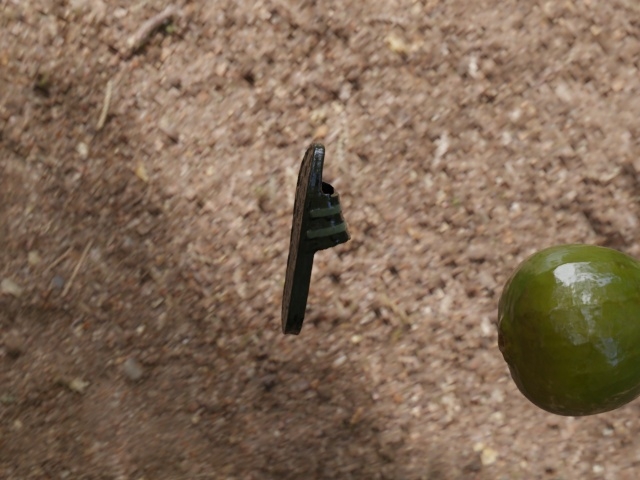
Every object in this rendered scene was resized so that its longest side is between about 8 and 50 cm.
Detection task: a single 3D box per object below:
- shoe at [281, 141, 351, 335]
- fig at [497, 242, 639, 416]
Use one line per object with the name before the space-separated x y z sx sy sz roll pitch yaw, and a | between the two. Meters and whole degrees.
shoe | 0.000 0.000 1.119 0.049 0.071 0.179 5 107 -9
fig | 0.319 0.100 1.498 0.230 0.207 0.207 -18 80 -31
